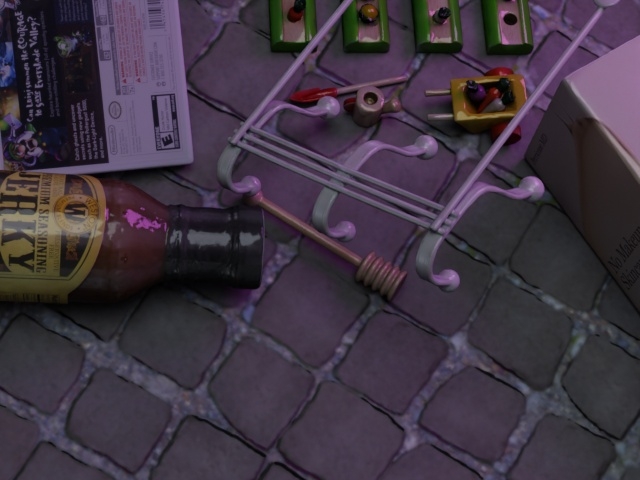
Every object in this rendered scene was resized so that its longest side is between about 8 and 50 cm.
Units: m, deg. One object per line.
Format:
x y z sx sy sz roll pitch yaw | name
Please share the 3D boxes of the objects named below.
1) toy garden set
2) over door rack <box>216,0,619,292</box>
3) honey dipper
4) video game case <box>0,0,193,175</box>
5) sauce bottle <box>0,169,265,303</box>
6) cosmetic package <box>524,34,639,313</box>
0.078 -0.188 1.418 0.244 0.049 0.203 -1 68 -7 | toy garden set
0.094 -0.133 1.285 0.240 0.108 0.324 25 79 34 | over door rack
0.000 0.000 1.345 0.161 0.030 0.030 30 68 11 | honey dipper
-0.202 -0.152 1.332 0.173 0.022 0.190 -7 94 -20 | video game case
-0.219 -0.003 1.277 0.345 0.111 0.111 1 67 -8 | sauce bottle
0.317 -0.008 1.311 0.113 0.160 0.309 -30 73 -16 | cosmetic package
